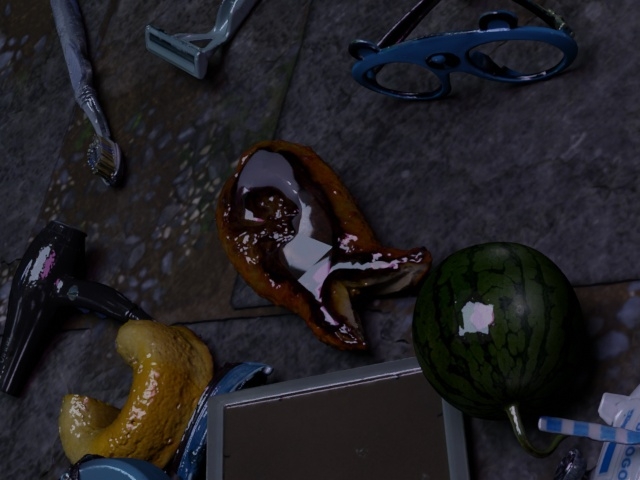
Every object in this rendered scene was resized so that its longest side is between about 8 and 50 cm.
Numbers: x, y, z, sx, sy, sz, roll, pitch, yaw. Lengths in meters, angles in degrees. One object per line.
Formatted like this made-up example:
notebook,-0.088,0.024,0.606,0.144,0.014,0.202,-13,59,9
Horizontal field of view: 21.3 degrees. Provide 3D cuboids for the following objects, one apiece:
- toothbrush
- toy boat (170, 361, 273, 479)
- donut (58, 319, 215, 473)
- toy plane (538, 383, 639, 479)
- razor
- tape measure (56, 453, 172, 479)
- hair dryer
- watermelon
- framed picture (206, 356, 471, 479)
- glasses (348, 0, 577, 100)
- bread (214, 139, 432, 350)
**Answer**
toothbrush,-0.286,-0.202,2.034,0.035,0.042,0.413,-37,42,14
toy boat,-0.087,0.174,1.590,0.061,0.060,0.137,21,74,20
donut,-0.184,0.163,1.665,0.181,0.078,0.146,-44,42,10
toy plane,0.225,0.218,1.264,0.107,0.182,0.273,138,144,-68
razor,-0.074,-0.299,1.919,0.278,0.056,0.111,-49,43,-9
tape measure,-0.188,0.267,1.578,0.125,0.081,0.146,-14,79,22
hair dryer,-0.249,0.089,1.791,0.219,0.075,0.195,15,82,37
watermelon,0.150,0.090,1.386,0.140,0.141,0.187,-29,50,22
framed picture,0.015,0.226,1.418,0.232,0.019,0.296,-11,44,9
glasses,0.159,-0.210,1.649,0.239,0.102,0.207,-6,31,39
bread,-0.007,0.005,1.623,0.139,0.095,0.269,-50,56,4
